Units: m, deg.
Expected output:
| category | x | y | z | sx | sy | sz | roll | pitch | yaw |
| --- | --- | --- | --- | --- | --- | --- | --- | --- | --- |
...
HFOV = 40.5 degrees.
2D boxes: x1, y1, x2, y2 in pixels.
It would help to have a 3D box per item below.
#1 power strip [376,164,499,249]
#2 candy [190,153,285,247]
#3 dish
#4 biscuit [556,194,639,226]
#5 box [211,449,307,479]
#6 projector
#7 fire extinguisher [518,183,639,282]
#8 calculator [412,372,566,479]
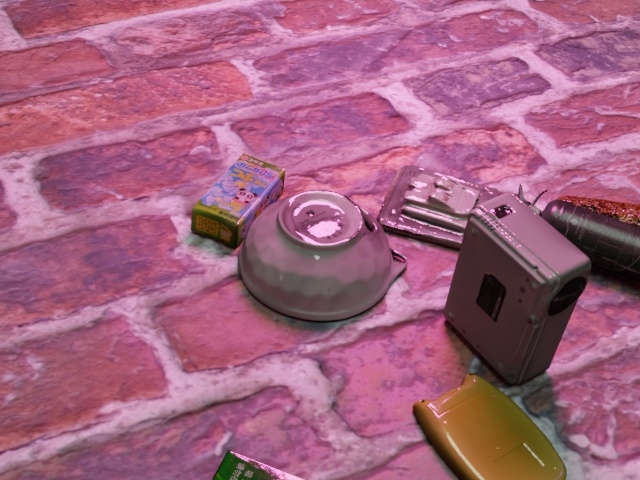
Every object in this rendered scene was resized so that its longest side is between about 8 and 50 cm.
| category | x | y | z | sx | sy | sz | roll | pitch | yaw |
| --- | --- | --- | --- | --- | --- | --- | --- | --- | --- |
| power strip | 0.231 | -0.079 | 1.658 | 0.213 | 0.064 | 0.198 | 16 | 45 | 7 |
| candy | -0.150 | -0.076 | 1.603 | 0.097 | 0.062 | 0.194 | 20 | 43 | 15 |
| dish | 0.000 | 0.000 | 1.500 | 0.303 | 0.120 | 0.303 | 3 | 44 | -3 |
| biscuit | 0.582 | -0.054 | 1.669 | 0.237 | 0.026 | 0.131 | 9 | 14 | 0 |
| box | -0.044 | 0.375 | 1.149 | 0.235 | 0.034 | 0.132 | 19 | 44 | 12 |
| projector | 0.295 | 0.081 | 1.351 | 0.099 | 0.256 | 0.192 | -23 | 51 | -28 |
| fire extinguisher | 0.500 | -0.011 | 1.594 | 0.311 | 0.095 | 0.114 | 20 | 78 | 15 |
| calculator | 0.255 | 0.296 | 1.279 | 0.157 | 0.033 | 0.236 | -22 | 52 | -29 |
